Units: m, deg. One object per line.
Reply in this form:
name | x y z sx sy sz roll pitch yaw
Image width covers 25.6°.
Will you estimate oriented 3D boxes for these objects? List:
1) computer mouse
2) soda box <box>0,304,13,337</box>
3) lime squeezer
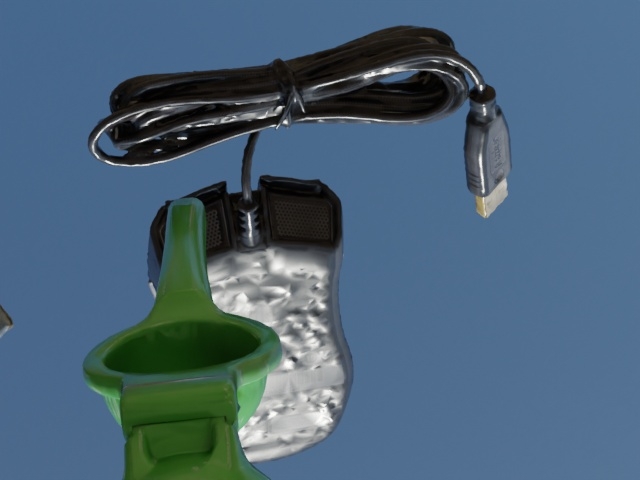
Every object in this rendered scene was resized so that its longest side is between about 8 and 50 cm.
computer mouse | 0.000 0.000 0.678 0.184 0.262 0.060 -13 -135 -4
soda box | -0.215 -0.054 0.380 0.286 0.091 0.098 58 -145 -16
lime squeezer | -0.028 0.070 0.399 0.059 0.110 0.310 -19 -131 10
